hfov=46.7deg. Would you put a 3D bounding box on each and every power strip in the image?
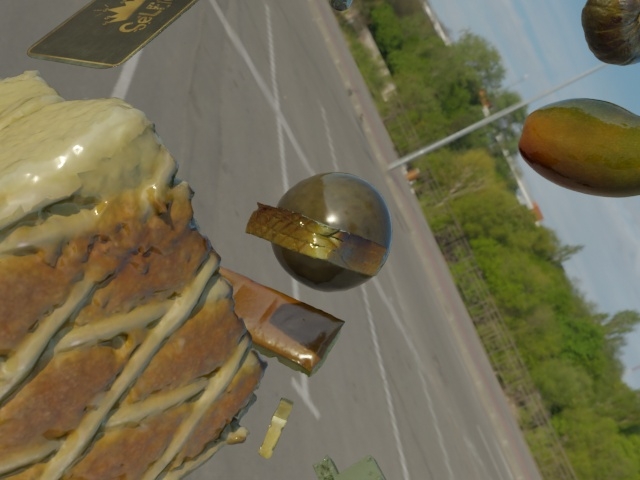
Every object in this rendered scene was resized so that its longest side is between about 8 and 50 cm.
[{"bbox_3d":[0.028,0.535,1.604,0.061,0.216,0.145,59,-2,-40],"label":"power strip"}]

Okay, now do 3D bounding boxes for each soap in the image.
[{"bbox_3d":[-0.101,0.428,1.709,0.037,0.092,0.252,22,-2,2],"label":"soap"}]

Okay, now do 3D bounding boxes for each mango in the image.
[{"bbox_3d":[0.430,-0.137,1.127,0.129,0.146,0.289,36,-1,-35],"label":"mango"}]

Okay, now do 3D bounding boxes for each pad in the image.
[{"bbox_3d":[-0.328,-0.442,1.346,0.375,0.315,0.063,-55,147,-34],"label":"pad"}]

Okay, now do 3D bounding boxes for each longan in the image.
[{"bbox_3d":[0.027,-0.025,1.711,0.297,0.297,0.297,60,11,-20],"label":"longan"}]

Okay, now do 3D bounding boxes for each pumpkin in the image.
[{"bbox_3d":[0.677,-0.501,1.647,0.219,0.219,0.162,57,0,-34],"label":"pumpkin"}]

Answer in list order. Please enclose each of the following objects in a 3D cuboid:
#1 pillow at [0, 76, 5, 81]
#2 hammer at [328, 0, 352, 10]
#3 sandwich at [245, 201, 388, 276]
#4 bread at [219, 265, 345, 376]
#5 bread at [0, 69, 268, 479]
[{"bbox_3d":[-0.344,-0.069,0.896,0.067,0.173,0.270,-65,170,-58],"label":"pillow"},{"bbox_3d":[0.007,-0.325,0.921,0.083,0.031,0.052,41,-28,12],"label":"hammer"},{"bbox_3d":[0.000,0.000,1.326,0.186,0.065,0.215,21,1,37],"label":"sandwich"},{"bbox_3d":[-0.137,0.172,1.629,0.138,0.362,0.077,-58,161,-30],"label":"bread"},{"bbox_3d":[-0.293,0.094,0.670,0.279,0.390,0.371,33,-30,45],"label":"bread"}]
